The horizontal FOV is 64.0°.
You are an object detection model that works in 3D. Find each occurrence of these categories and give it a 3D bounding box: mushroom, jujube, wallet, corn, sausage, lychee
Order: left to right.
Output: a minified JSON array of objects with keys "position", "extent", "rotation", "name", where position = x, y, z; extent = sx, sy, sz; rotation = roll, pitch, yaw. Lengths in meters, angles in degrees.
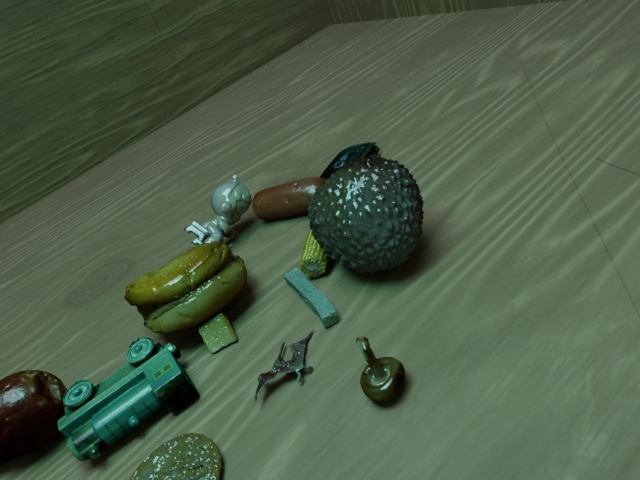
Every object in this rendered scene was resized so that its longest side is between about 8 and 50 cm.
[{"position":[-0.707,0.414,1.181],"extent":[0.255,0.190,0.190],"rotation":[-34,31,9],"name":"jujube"},{"position":[-0.085,-0.133,1.621],"extent":[0.259,0.113,0.113],"rotation":[-10,35,24],"name":"sausage"},{"position":[0.000,0.000,1.398],"extent":[0.081,0.081,0.248],"rotation":[-12,33,19],"name":"corn"},{"position":[0.083,-0.248,1.731],"extent":[0.160,0.055,0.236],"rotation":[0,40,44],"name":"wallet"},{"position":[0.116,-0.058,1.242],"extent":[0.300,0.300,0.300],"rotation":[-17,33,12],"name":"lychee"},{"position":[0.110,0.241,0.977],"extent":[0.088,0.073,0.129],"rotation":[-31,65,16],"name":"mushroom"}]

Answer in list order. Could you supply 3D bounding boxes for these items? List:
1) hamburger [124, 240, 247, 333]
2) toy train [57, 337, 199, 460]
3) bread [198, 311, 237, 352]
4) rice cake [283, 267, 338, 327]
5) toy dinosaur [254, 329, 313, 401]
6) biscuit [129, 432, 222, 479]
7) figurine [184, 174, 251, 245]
[{"position":[-0.338,0.114,1.341],"extent":[0.314,0.170,0.290],"rotation":[-33,17,-18],"name":"hamburger"},{"position":[-0.433,0.354,1.146],"extent":[0.298,0.120,0.194],"rotation":[-35,39,-16],"name":"toy train"},{"position":[-0.259,0.232,1.295],"extent":[0.084,0.080,0.109],"rotation":[-30,-3,-8],"name":"bread"},{"position":[-0.027,0.133,1.260],"extent":[0.045,0.042,0.245],"rotation":[-29,32,-15],"name":"rice cake"},{"position":[-0.069,0.268,1.105],"extent":[0.108,0.032,0.220],"rotation":[2,31,41],"name":"toy dinosaur"},{"position":[-0.280,0.464,0.961],"extent":[0.220,0.033,0.220],"rotation":[-18,35,13],"name":"biscuit"},{"position":[-0.310,-0.085,1.634],"extent":[0.144,0.182,0.256],"rotation":[23,70,28],"name":"figurine"}]
